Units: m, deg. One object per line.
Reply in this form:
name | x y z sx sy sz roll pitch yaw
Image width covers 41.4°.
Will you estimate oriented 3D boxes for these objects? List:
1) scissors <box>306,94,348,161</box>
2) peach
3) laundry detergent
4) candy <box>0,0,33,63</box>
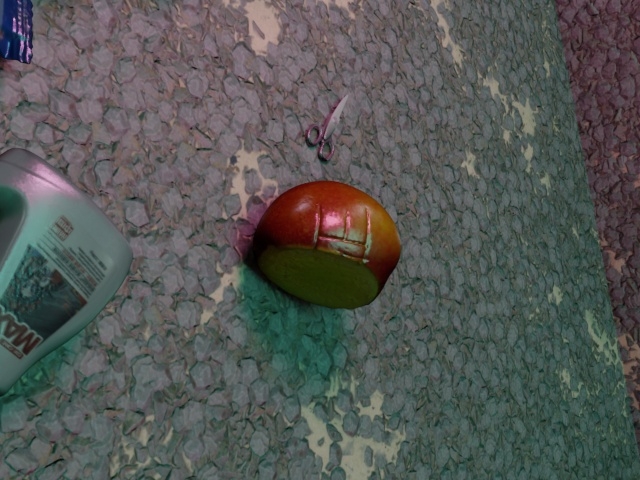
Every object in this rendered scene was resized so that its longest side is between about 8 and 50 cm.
scissors | 0.023 -0.254 1.834 0.085 0.022 0.176 47 53 -30
peach | 0.000 0.000 1.612 0.274 0.248 0.245 19 33 -32
laundry detergent | -0.452 0.087 1.153 0.264 0.125 0.398 53 50 -29
candy | -0.553 -0.368 1.167 0.331 0.077 0.187 13 64 -44
